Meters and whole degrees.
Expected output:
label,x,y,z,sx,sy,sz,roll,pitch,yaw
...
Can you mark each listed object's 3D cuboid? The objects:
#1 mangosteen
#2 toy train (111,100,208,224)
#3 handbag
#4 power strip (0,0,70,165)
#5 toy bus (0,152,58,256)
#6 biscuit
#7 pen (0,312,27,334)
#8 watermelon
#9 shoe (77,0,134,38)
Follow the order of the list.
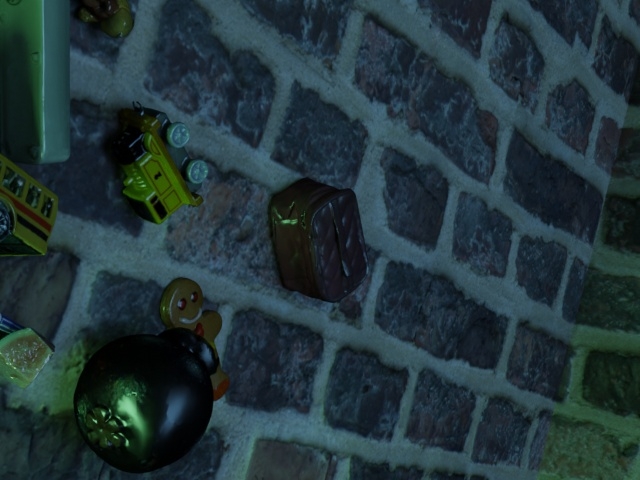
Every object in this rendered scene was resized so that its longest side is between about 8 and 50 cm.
label,x,y,z,sx,sy,sz,roll,pitch,yaw
mangosteen,-0.264,0.242,1.713,0.243,0.243,0.243,-18,113,-51
toy train,-0.258,-0.117,1.736,0.127,0.089,0.219,-46,134,-24
handbag,0.000,0.000,2.077,0.146,0.135,0.225,-33,125,-40
power strip,-0.388,-0.297,1.509,0.062,0.091,0.385,-12,108,-54
toy bus,-0.484,-0.086,1.409,0.335,0.121,0.123,45,54,-49
biscuit,-0.220,0.182,1.905,0.165,0.036,0.250,-31,122,-48
pen,-0.479,0.095,1.539,0.204,0.025,0.025,41,65,-51
watermelon,-0.423,0.164,1.578,0.092,0.072,0.084,29,90,-54
shoe,-0.318,-0.342,1.613,0.069,0.072,0.109,-99,173,-49
